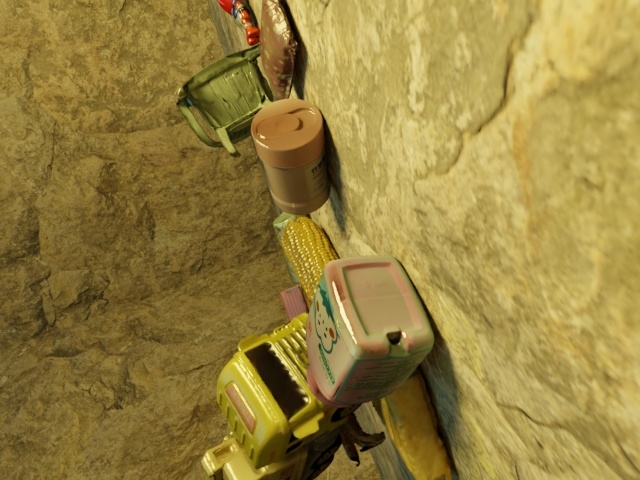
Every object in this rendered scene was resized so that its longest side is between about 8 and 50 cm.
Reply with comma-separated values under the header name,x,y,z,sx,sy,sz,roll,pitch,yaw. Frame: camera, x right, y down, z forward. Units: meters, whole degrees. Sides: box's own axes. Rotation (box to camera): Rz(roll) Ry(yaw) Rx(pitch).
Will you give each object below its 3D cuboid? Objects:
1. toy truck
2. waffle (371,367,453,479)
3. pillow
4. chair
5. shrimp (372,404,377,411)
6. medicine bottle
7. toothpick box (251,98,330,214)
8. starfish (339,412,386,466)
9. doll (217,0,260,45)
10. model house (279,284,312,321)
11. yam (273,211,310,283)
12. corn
name,x,y,z,sx,sy,sz,roll,pitch,yaw
toy truck,-0.079,0.325,0.746,0.181,0.254,0.405,44,139,30
waffle,0.103,0.220,0.654,0.274,0.057,0.167,-137,27,-75
pillow,-0.063,-0.274,0.616,0.185,0.043,0.118,108,144,-79
chair,-0.178,-0.278,0.892,0.190,0.204,0.274,61,174,-29
shrimp,0.131,0.343,0.890,0.161,0.034,0.091,80,169,-47
medicine bottle,0.040,0.117,0.484,0.187,0.095,0.119,107,152,-46
toothpick box,-0.038,-0.118,0.629,0.148,0.099,0.098,80,168,-58
starfish,0.053,0.314,0.922,0.303,0.113,0.311,-103,1,-53
doll,-0.176,-0.487,0.855,0.194,0.062,0.104,62,-170,5
model house,-0.026,0.224,1.317,0.207,0.154,0.293,106,144,-81
yam,-0.058,0.007,1.140,0.107,0.108,0.193,-142,33,-78
corn,-0.008,0.052,0.890,0.101,0.102,0.310,77,168,-45
